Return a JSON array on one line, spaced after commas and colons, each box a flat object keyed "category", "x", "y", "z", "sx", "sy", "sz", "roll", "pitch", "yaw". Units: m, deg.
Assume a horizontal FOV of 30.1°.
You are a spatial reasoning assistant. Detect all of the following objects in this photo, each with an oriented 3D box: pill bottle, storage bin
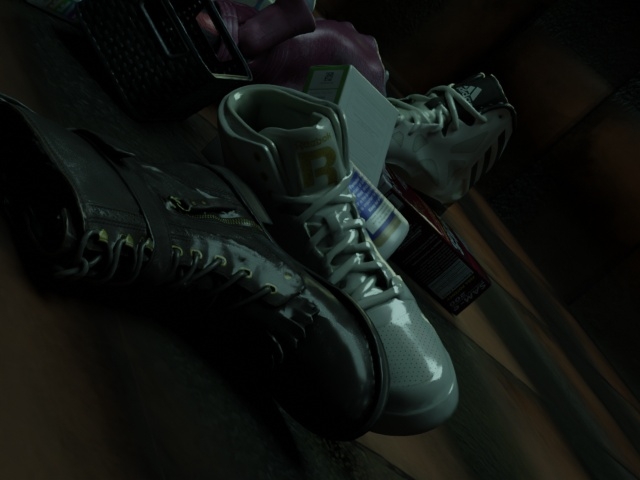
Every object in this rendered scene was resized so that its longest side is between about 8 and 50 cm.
[{"category": "pill bottle", "x": -0.018, "y": -0.043, "z": 1.108, "sx": 0.187, "sy": 0.112, "sz": 0.112, "roll": 47, "pitch": 12, "yaw": -6}, {"category": "storage bin", "x": -0.144, "y": -0.185, "z": 1.126, "sx": 0.122, "sy": 0.084, "sz": 0.180, "roll": 61, "pitch": 11, "yaw": -1}]

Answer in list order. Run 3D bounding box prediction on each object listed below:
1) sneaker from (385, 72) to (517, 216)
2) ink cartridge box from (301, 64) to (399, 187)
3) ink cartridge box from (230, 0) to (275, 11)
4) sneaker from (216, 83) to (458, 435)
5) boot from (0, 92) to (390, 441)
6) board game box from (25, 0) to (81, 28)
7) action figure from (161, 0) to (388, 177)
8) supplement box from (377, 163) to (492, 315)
[{"category": "sneaker", "x": 0.122, "y": -0.193, "z": 1.746, "sx": 0.447, "sy": 0.257, "sz": 0.169, "roll": 33, "pitch": 19, "yaw": -52}, {"category": "ink cartridge box", "x": 0.010, "y": -0.076, "z": 1.305, "sx": 0.062, "sy": 0.209, "sz": 0.109, "roll": 3, "pitch": -22, "yaw": 37}, {"category": "ink cartridge box", "x": -0.138, "y": -0.415, "z": 1.987, "sx": 0.175, "sy": 0.072, "sz": 0.127, "roll": 36, "pitch": 16, "yaw": -46}, {"category": "sneaker", "x": 0.000, "y": 0.000, "z": 0.879, "sx": 0.292, "sy": 0.108, "sz": 0.169, "roll": 48, "pitch": -28, "yaw": 40}, {"category": "boot", "x": -0.090, "y": 0.023, "z": 0.745, "sx": 0.263, "sy": 0.091, "sz": 0.229, "roll": 49, "pitch": 16, "yaw": 25}, {"category": "board game box", "x": -0.279, "y": -0.271, "z": 1.115, "sx": 0.154, "sy": 0.026, "sz": 0.103, "roll": 51, "pitch": 12, "yaw": 17}, {"category": "action figure", "x": -0.094, "y": -0.215, "z": 1.393, "sx": 0.370, "sy": 0.248, "sz": 0.276, "roll": 0, "pitch": 91, "yaw": -59}, {"category": "supplement box", "x": 0.122, "y": -0.015, "z": 1.626, "sx": 0.239, "sy": 0.073, "sz": 0.130, "roll": 42, "pitch": 12, "yaw": -31}]
